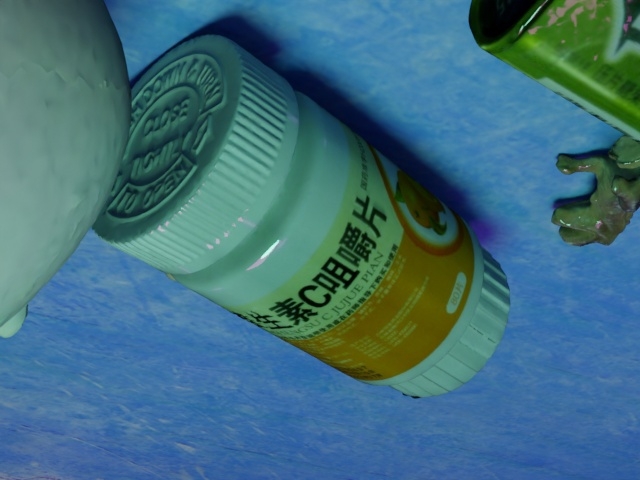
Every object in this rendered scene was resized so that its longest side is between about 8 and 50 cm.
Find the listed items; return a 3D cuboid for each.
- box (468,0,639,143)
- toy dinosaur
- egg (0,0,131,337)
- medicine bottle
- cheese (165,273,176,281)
[{"bbox_3d":[0.263,-0.094,0.604,0.346,0.097,0.134,27,121,-21],"label":"box"},{"bbox_3d":[0.292,-0.051,0.743,0.251,0.072,0.200,-15,146,17],"label":"toy dinosaur"},{"bbox_3d":[-0.263,-0.071,0.484,0.340,0.354,0.354,-7,148,-19],"label":"egg"},{"bbox_3d":[0.000,0.000,0.734,0.158,0.158,0.318,-26,139,32],"label":"medicine bottle"},{"bbox_3d":[-0.134,-0.027,0.794,0.065,0.043,0.194,-10,145,12],"label":"cheese"}]
